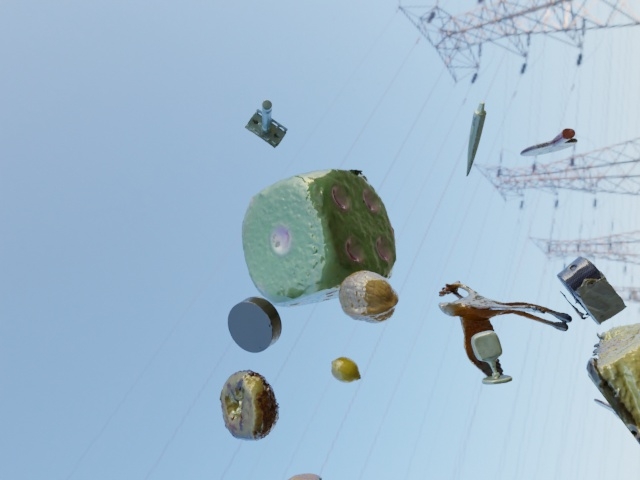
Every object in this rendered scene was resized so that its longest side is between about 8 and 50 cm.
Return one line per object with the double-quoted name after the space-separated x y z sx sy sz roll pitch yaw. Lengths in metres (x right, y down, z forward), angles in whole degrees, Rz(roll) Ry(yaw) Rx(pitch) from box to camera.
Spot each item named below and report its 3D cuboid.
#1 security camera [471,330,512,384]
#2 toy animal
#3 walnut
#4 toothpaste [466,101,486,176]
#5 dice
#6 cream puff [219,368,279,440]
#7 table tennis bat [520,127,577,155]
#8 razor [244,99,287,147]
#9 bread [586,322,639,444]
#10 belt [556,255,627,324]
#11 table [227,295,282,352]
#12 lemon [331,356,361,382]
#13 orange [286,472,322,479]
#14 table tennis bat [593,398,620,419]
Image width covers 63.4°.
0.308 0.210 0.937 0.058 0.058 0.092 2 -105 -48 "security camera"
0.474 0.178 1.386 0.284 0.302 0.225 -13 -54 -43 "toy animal"
0.092 0.109 0.985 0.105 0.124 0.105 -6 -81 -39 "walnut"
0.366 -0.241 1.231 0.197 0.029 0.048 87 -164 -45 "toothpaste"
0.000 0.000 1.438 0.330 0.318 0.322 -2 -105 -51 "dice"
-0.141 0.337 1.073 0.084 0.149 0.149 3 -93 -50 "cream puff"
0.419 -0.174 0.934 0.154 0.098 0.019 24 -123 -83 "table tennis bat"
-0.142 -0.316 1.344 0.106 0.232 0.068 33 -95 -3 "razor"
0.581 0.255 0.906 0.262 0.162 0.204 -14 -101 -58 "bread"
0.823 0.160 1.600 0.126 0.139 0.230 -41 -64 11 "belt"
-0.163 0.208 1.278 0.043 0.133 0.133 -26 -71 -61 "table"
0.063 0.320 1.279 0.062 0.083 0.062 -52 -22 -30 "lemon"
-0.035 0.647 1.268 0.134 0.156 0.156 -41 -56 -3 "orange"
0.695 0.404 1.222 0.156 0.087 0.013 35 -100 -47 "table tennis bat"
